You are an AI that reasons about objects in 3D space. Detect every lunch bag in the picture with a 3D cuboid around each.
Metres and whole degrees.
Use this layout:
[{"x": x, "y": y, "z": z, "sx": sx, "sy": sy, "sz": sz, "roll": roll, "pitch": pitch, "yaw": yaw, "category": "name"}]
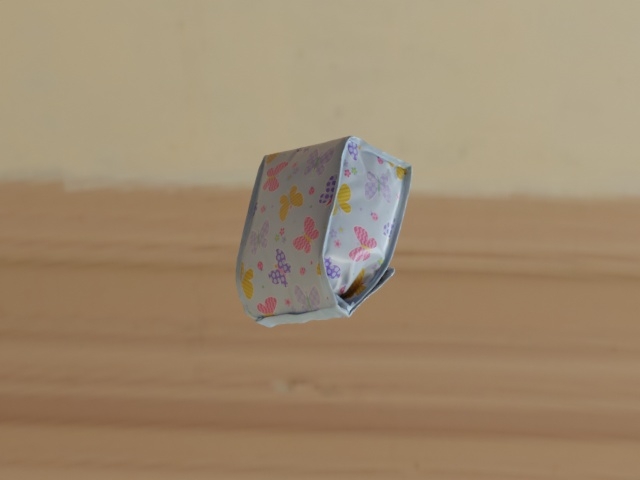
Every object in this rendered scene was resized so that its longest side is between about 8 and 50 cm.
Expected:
[{"x": 0.000, "y": 0.000, "z": 0.923, "sx": 0.071, "sy": 0.053, "sz": 0.083, "roll": -12, "pitch": -123, "yaw": 51, "category": "lunch bag"}]
